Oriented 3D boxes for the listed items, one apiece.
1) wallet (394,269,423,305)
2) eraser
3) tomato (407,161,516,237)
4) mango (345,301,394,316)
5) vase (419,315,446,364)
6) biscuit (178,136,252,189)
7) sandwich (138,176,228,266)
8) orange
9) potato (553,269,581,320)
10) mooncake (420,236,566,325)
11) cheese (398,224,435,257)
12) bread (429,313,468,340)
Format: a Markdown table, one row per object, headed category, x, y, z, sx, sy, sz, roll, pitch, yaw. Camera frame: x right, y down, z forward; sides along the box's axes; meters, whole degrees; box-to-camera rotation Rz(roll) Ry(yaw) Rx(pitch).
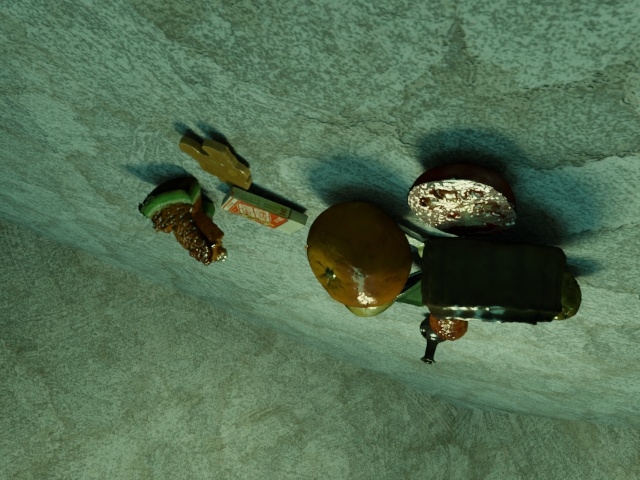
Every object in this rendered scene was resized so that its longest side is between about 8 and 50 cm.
| category | x | y | z | sx | sy | sz | roll | pitch | yaw |
| --- | --- | --- | --- | --- | --- | --- | --- | --- | --- |
| wallet | 0.310 | 0.138 | 1.565 | 0.160 | 0.055 | 0.236 | -32 | 153 | 26 |
| eraser | -0.165 | -0.083 | 1.527 | 0.230 | 0.038 | 0.157 | 21 | 165 | -17 |
| tomato | 0.293 | -0.093 | 1.082 | 0.225 | 0.085 | 0.225 | 17 | 158 | 7 |
| mango | 0.167 | 0.126 | 1.655 | 0.176 | 0.176 | 0.329 | -9 | 152 | -31 |
| vase | 0.431 | 0.384 | 2.023 | 0.120 | 0.183 | 0.120 | 15 | 159 | 6 |
| biscuit | -0.255 | -0.195 | 1.353 | 0.144 | 0.040 | 0.236 | 16 | 167 | 27 |
| sandwich | -0.386 | -0.060 | 1.634 | 0.250 | 0.162 | 0.301 | -21 | 107 | 42 |
| orange | 0.098 | 0.035 | 1.330 | 0.284 | 0.226 | 0.284 | 40 | 151 | 27 |
| potato | 0.577 | 0.126 | 1.348 | 0.176 | 0.137 | 0.137 | 34 | 165 | 21 |
| mooncake | 0.387 | 0.094 | 1.211 | 0.324 | 0.187 | 0.324 | 3 | 177 | 0 |
| cheese | 0.284 | 0.017 | 1.416 | 0.235 | 0.050 | 0.127 | 27 | 161 | -17 |
| bread | 0.458 | 0.280 | 1.868 | 0.139 | 0.095 | 0.269 | 6 | 152 | 12 |
